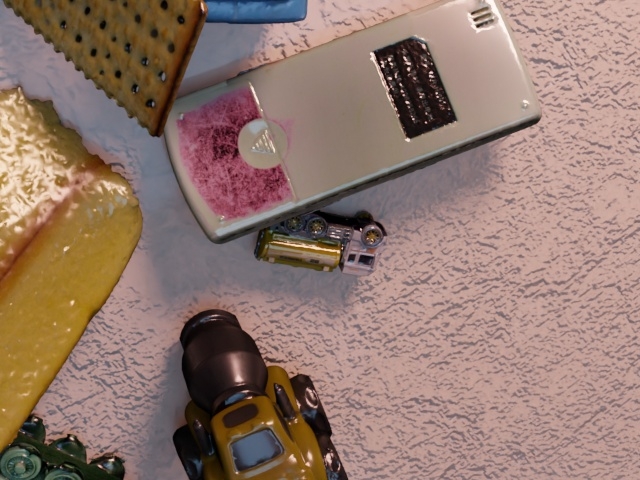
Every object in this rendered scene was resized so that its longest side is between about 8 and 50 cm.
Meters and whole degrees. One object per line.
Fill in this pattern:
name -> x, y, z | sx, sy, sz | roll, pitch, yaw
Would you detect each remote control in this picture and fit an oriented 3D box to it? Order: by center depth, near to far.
remote control -> 0.027, -0.117, 1.305 | 0.344, 0.050, 0.145 | -20, 85, -5

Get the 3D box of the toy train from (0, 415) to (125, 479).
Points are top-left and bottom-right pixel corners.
toy train -> -0.265, 0.247, 1.367 | 0.170, 0.071, 0.111 | 29, 106, -18

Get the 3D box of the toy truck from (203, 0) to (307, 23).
toy truck -> -0.072, -0.374, 1.171 | 0.161, 0.162, 0.385 | 0, 106, -10

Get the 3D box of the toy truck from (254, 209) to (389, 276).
toy truck -> 0.000, 0.000, 1.356 | 0.123, 0.052, 0.063 | 10, 108, -13

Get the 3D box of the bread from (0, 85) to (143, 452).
bread -> -0.349, 0.054, 1.299 | 0.233, 0.245, 0.362 | 46, 63, -18

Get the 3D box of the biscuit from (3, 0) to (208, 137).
biscuit -> -0.190, -0.205, 1.176 | 0.016, 0.231, 0.139 | -19, 143, -49

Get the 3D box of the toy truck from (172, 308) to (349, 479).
toy truck -> -0.070, 0.171, 1.304 | 0.147, 0.224, 0.165 | -22, 116, -4
